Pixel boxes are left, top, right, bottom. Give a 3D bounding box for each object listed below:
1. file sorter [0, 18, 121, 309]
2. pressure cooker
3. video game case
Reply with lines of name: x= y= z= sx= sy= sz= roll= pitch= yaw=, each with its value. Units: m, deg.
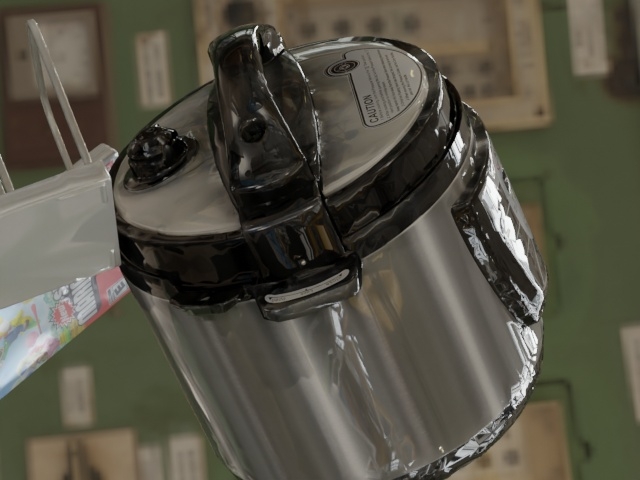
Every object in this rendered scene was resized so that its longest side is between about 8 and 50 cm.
file sorter: x=-0.328 y=-0.037 z=1.452 sx=0.193 sy=0.278 sz=0.173 roll=99 pitch=-32 yaw=-67
pressure cooker: x=-0.005 y=0.003 z=1.684 sx=0.370 sy=0.375 sz=0.420 roll=9 pitch=-47 yaw=44
video game case: x=-0.302 y=0.053 z=1.808 sx=0.025 sy=0.285 sz=0.204 roll=30 pitch=-36 yaw=28
